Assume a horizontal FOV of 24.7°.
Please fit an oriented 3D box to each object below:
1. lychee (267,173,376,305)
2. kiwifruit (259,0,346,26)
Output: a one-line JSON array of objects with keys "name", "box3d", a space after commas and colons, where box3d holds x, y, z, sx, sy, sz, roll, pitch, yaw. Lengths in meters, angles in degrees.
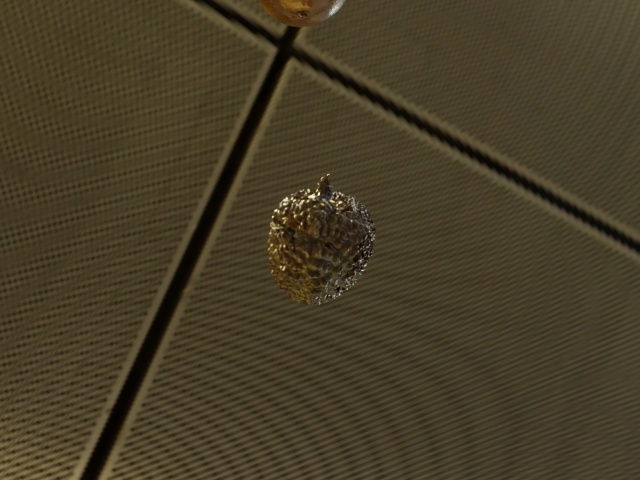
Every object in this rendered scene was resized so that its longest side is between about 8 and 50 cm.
[{"name": "lychee", "box3d": [0.000, 0.000, 0.916, 0.067, 0.068, 0.083, 17, -88, 8]}, {"name": "kiwifruit", "box3d": [-0.010, -0.204, 1.014, 0.075, 0.075, 0.124, 13, -120, -18]}]
